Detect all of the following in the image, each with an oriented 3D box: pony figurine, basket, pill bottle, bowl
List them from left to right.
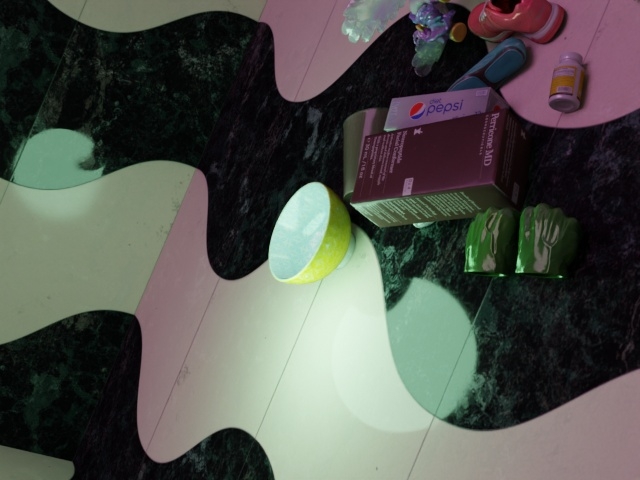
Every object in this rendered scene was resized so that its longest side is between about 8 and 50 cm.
[{"bbox_3d":[0.000,0.000,2.312,0.289,0.156,0.290,-38,41,42],"label":"bowl"},{"bbox_3d":[0.134,-0.209,2.253,0.204,0.154,0.227,-21,56,53],"label":"basket"},{"bbox_3d":[0.266,-0.605,2.127,0.351,0.302,0.363,-63,26,11],"label":"pony figurine"},{"bbox_3d":[0.519,-0.334,1.779,0.065,0.065,0.116,-12,60,56],"label":"pill bottle"}]

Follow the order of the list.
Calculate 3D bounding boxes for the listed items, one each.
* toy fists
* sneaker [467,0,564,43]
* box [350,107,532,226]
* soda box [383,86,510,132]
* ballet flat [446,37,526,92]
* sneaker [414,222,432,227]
[{"bbox_3d":[0.405,0.002,1.705,0.279,0.096,0.142,-1,79,57],"label":"toy fists"},{"bbox_3d":[0.433,-0.547,2.000,0.314,0.136,0.116,26,92,61],"label":"sneaker"},{"bbox_3d":[0.265,-0.153,1.901,0.381,0.143,0.191,-6,61,38],"label":"box"},{"bbox_3d":[0.297,-0.291,2.015,0.286,0.098,0.091,1,71,43],"label":"soda box"},{"bbox_3d":[0.399,-0.397,2.027,0.247,0.083,0.087,-37,16,42],"label":"ballet flat"},{"bbox_3d":[0.255,-0.139,2.066,0.086,0.085,0.237,-30,46,37],"label":"sneaker"}]
